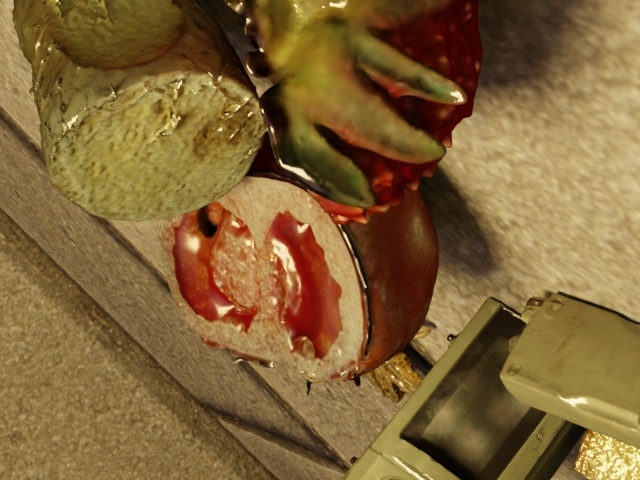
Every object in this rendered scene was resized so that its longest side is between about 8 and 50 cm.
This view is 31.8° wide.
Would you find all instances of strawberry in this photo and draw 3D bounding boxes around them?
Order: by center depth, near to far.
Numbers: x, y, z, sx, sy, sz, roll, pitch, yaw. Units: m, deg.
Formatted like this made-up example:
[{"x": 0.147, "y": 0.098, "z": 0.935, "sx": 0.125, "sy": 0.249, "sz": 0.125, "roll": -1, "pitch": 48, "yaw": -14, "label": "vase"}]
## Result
[{"x": 0.007, "y": -0.141, "z": 0.623, "sx": 0.233, "sy": 0.138, "sz": 0.306, "roll": 63, "pitch": -176, "yaw": -10, "label": "strawberry"}]

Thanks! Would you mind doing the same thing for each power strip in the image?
[{"x": 0.243, "y": 0.107, "z": 0.750, "sx": 0.286, "sy": 0.080, "sz": 0.048, "roll": 18, "pitch": 156, "yaw": 47, "label": "power strip"}]

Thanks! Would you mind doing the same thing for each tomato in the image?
[{"x": 0.000, "y": 0.000, "z": 0.860, "sx": 0.214, "sy": 0.155, "sz": 0.180, "roll": 18, "pitch": 127, "yaw": 39, "label": "tomato"}]

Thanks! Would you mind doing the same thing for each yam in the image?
[{"x": -0.131, "y": -0.115, "z": 0.783, "sx": 0.154, "sy": 0.154, "sz": 0.254, "roll": 57, "pitch": -179, "yaw": -41, "label": "yam"}]

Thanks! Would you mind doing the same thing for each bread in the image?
[{"x": 0.273, "y": 0.171, "z": 0.934, "sx": 0.084, "sy": 0.080, "sz": 0.109, "roll": 32, "pitch": -165, "yaw": 27, "label": "bread"}]

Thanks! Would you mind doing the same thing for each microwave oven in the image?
[{"x": 0.123, "y": 0.176, "z": 0.943, "sx": 0.129, "sy": 0.205, "sz": 0.163, "roll": 34, "pitch": 159, "yaw": 21, "label": "microwave oven"}]

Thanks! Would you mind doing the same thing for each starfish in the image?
[{"x": 0.080, "y": 0.134, "z": 1.187, "sx": 0.138, "sy": 0.050, "sz": 0.247, "roll": 43, "pitch": 165, "yaw": -11, "label": "starfish"}]
